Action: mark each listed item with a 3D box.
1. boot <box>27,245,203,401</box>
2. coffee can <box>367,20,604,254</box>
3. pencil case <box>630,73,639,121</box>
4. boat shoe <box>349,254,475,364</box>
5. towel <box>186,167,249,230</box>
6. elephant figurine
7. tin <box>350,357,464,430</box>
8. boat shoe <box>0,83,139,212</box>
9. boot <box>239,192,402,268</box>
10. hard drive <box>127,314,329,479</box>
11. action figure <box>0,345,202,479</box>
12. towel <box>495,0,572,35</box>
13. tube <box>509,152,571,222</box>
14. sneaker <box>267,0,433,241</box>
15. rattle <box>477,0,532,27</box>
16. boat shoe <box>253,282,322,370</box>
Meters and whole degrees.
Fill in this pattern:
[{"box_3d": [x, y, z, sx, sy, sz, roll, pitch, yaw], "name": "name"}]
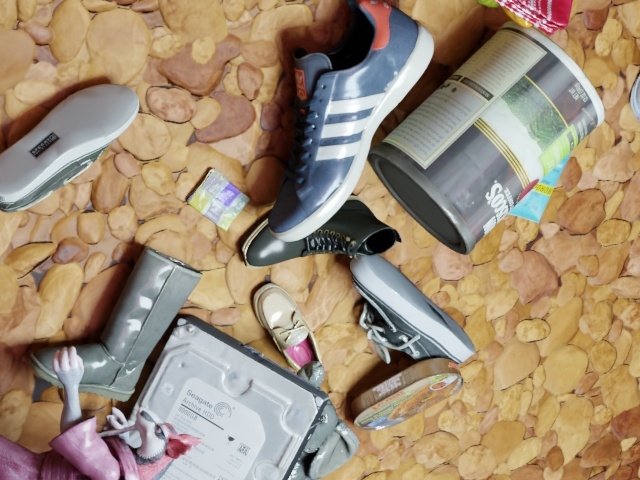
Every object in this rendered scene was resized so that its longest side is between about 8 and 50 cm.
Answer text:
[{"box_3d": [-0.270, 0.105, 1.798, 0.190, 0.076, 0.208, 18, 109, -50], "name": "boot"}, {"box_3d": [0.233, -0.145, 1.908, 0.275, 0.201, 0.201, -44, 127, -7], "name": "coffee can"}, {"box_3d": [0.626, -0.214, 2.169, 0.273, 0.113, 0.124, 12, 127, -36], "name": "pencil case"}, {"box_3d": [0.116, 0.120, 2.023, 0.105, 0.113, 0.306, -39, 141, 11], "name": "boat shoe"}, {"box_3d": [-0.139, -0.055, 1.844, 0.060, 0.009, 0.083, -51, 127, -2], "name": "towel"}, {"box_3d": [-0.028, 0.289, 1.972, 0.169, 0.186, 0.239, 38, 95, -11], "name": "elephant figurine"}, {"box_3d": [0.130, 0.236, 2.071, 0.190, 0.040, 0.106, -31, 152, 23], "name": "tin"}, {"box_3d": [-0.318, -0.115, 1.676, 0.219, 0.078, 0.070, -36, 160, -16], "name": "boat shoe"}, {"box_3d": [0.000, 0.000, 1.874, 0.198, 0.137, 0.076, -27, 123, -17], "name": "boot"}, {"box_3d": [-0.164, 0.305, 1.869, 0.339, 0.237, 0.064, -62, 169, 7], "name": "hard drive"}, {"box_3d": [-0.323, 0.309, 1.701, 0.370, 0.275, 0.248, -14, 149, 20], "name": "action figure"}, {"box_3d": [0.238, -0.416, 1.805, 0.275, 0.031, 0.198, 26, 66, -23], "name": "towel"}, {"box_3d": [0.353, -0.127, 2.091, 0.080, 0.052, 0.207, 17, 108, -25], "name": "tube"}, {"box_3d": [0.001, -0.171, 1.813, 0.148, 0.131, 0.350, 31, 88, -30], "name": "sneaker"}, {"box_3d": [0.298, -0.406, 1.870, 0.200, 0.143, 0.130, -42, 112, -1], "name": "rattle"}, {"box_3d": [-0.040, 0.133, 1.960, 0.063, 0.059, 0.170, -38, 126, -11], "name": "boat shoe"}]
